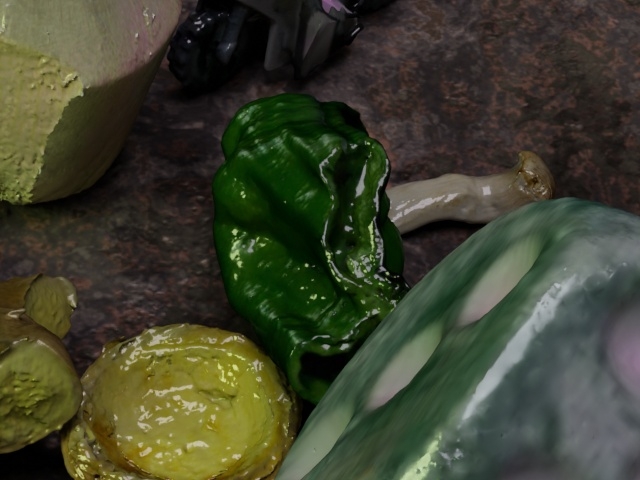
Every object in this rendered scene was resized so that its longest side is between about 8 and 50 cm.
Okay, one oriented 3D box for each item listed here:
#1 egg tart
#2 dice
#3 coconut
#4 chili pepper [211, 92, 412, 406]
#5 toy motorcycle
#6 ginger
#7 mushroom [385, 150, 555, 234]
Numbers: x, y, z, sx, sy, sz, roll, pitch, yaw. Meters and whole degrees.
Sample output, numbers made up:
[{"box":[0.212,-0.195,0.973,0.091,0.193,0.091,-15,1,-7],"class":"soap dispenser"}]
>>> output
[{"box":[-0.118,0.164,1.596,0.213,0.090,0.212,4,47,-5],"class":"egg tart"},{"box":[0.175,0.196,1.356,0.330,0.328,0.348,39,72,-10],"class":"dice"},{"box":[-0.287,-0.211,1.758,0.297,0.309,0.297,9,50,-12],"class":"coconut"},{"box":[-0.011,-0.002,1.653,0.167,0.213,0.385,-16,28,0],"class":"chili pepper"},{"box":[-0.024,-0.281,1.952,0.327,0.188,0.143,-30,50,-28],"class":"toy motorcycle"},{"box":[-0.310,0.093,1.627,0.219,0.123,0.270,-25,26,-3],"class":"ginger"},{"box":[0.132,-0.042,1.843,0.202,0.054,0.059,-10,42,-7],"class":"mushroom"}]
